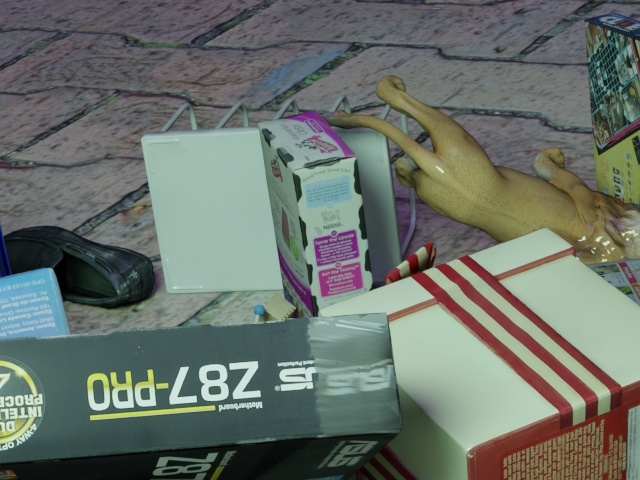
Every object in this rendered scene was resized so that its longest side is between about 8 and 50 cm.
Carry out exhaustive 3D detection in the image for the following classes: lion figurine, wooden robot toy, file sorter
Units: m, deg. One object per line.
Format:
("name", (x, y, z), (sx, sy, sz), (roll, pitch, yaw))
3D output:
("lion figurine", (0.203, -0.041, 1.959), (0.392, 0.142, 0.240), (14, 19, -21))
("wooden robot toy", (-0.065, 0.129, 1.917), (0.079, 0.076, 0.173), (36, 36, 8))
("file sorter", (-0.039, -0.063, 2.162), (0.278, 0.193, 0.173), (-3, 22, 13))

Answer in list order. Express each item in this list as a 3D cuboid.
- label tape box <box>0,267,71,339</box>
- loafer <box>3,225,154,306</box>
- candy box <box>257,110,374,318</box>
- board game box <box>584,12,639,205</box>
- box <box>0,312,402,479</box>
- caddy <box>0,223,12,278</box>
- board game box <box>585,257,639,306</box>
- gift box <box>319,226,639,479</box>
("label tape box", (-0.325, 0.209, 1.690), (0.249, 0.115, 0.347), (-13, 53, -10))
("loafer", (-0.297, 0.031, 2.169), (0.223, 0.076, 0.078), (11, 22, 30))
("candy box", (0.000, 0.000, 1.946), (0.071, 0.233, 0.159), (-14, 24, -11))
("board game box", (0.364, -0.120, 2.087), (0.042, 0.243, 0.165), (-17, 25, -21))
("box", (-0.135, 0.150, 1.402), (0.318, 0.097, 0.395), (-5, -16, -13))
("caddy", (-0.431, 0.050, 1.879), (0.241, 0.341, 0.179), (-12, 41, -11))
("board game box", (0.239, 0.092, 1.780), (0.303, 0.097, 0.224), (-7, 12, 4))
("gift box", (0.164, 0.156, 1.537), (0.276, 0.255, 0.258), (-16, 33, -25))
